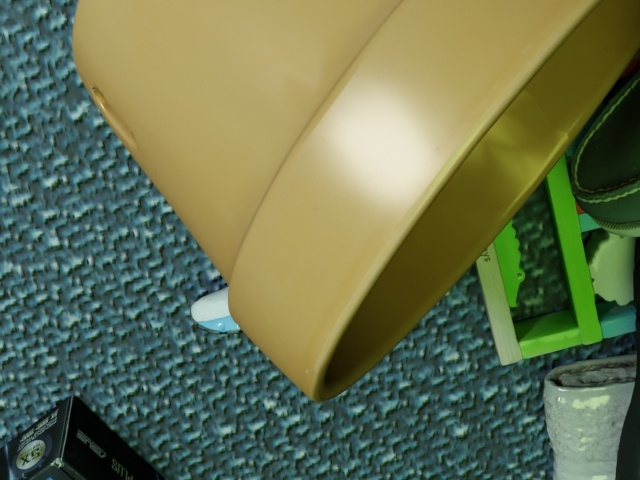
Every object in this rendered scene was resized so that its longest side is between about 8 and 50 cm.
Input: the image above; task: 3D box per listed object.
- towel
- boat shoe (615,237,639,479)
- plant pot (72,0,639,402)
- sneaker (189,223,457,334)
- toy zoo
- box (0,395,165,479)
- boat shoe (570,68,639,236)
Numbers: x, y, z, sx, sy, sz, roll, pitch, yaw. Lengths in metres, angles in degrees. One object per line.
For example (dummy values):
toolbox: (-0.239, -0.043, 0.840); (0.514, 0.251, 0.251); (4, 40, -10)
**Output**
towel: (0.299, 0.159, 0.921); (0.282, 0.049, 0.187); (-7, 116, 0)
boat shoe: (0.266, 0.056, 0.800); (0.119, 0.122, 0.324); (-3, 113, -19)
plant pot: (0.016, -0.093, 0.655); (0.203, 0.291, 0.291); (39, 111, 12)
sneaker: (0.000, 0.000, 0.823); (0.190, 0.071, 0.083); (-22, 90, 10)
toy zoo: (0.235, -0.041, 0.828); (0.293, 0.030, 0.192); (-16, 116, 4)
box: (-0.191, 0.220, 0.902); (0.180, 0.077, 0.147); (-35, 114, 13)
boat shoe: (0.219, -0.116, 0.667); (0.099, 0.116, 0.319); (20, 140, -23)
